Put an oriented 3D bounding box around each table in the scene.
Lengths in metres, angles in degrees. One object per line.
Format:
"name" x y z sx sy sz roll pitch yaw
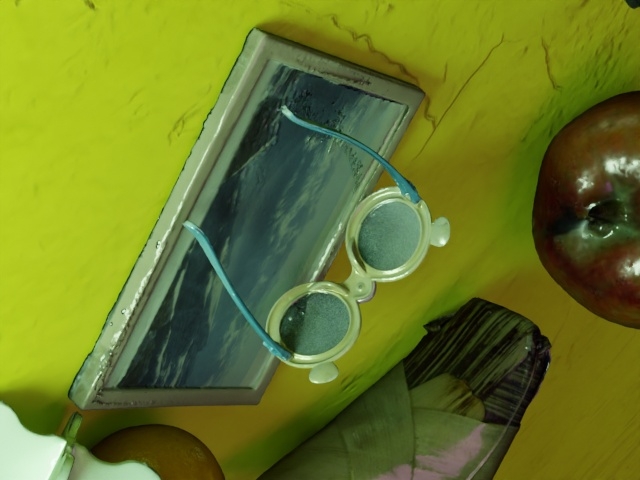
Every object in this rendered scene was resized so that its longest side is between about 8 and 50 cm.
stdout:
"table" -0.226 0.232 1.007 0.166 0.166 0.198 21 96 -58

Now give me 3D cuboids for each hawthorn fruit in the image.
"hawthorn fruit" 0.352 -0.037 1.430 0.301 0.268 0.267 9 113 -54

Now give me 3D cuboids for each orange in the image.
"orange" -0.144 0.232 1.132 0.155 0.134 0.154 -34 138 -37

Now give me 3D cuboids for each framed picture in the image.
"framed picture" -0.054 -0.003 1.129 0.247 0.022 0.335 9 112 -56

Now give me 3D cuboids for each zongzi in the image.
"zongzi" 0.084 0.176 1.386 0.317 0.154 0.289 26 91 -51

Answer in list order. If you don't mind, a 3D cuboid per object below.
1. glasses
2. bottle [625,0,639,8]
"glasses" -0.018 -0.013 1.113 0.189 0.088 0.220 -50 130 -6
"bottle" 0.303 -0.296 1.181 0.171 0.171 0.351 -56 149 4
